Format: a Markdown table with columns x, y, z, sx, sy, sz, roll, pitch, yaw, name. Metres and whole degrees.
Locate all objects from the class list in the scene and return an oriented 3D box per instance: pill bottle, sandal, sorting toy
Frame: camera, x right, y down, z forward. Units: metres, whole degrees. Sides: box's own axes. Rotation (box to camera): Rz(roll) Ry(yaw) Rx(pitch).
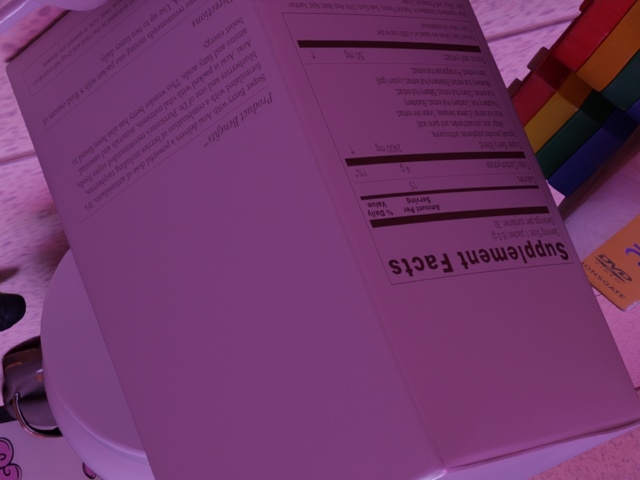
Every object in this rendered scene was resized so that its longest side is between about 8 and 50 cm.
| x | y | z | sx | sy | sz | roll | pitch | yaw | name |
| --- | --- | --- | --- | --- | --- | --- | --- | --- | --- |
| -0.084 | 0.095 | 1.365 | 0.210 | 0.210 | 0.363 | -21 | 166 | -2 | pill bottle |
| -0.222 | 0.134 | 1.613 | 0.090 | 0.060 | 0.219 | -19 | 166 | -12 | sandal |
| 0.194 | -0.131 | 0.983 | 0.257 | 0.089 | 0.255 | -51 | 179 | -21 | sorting toy |

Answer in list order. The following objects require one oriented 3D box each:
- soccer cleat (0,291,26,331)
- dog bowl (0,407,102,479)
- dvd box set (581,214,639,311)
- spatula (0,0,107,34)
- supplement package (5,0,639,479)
| x | y | z | sx | sy | sz | roll | pitch | yaw | name |
| --- | --- | --- | --- | --- | --- | --- | --- | --- | --- |
| -0.282 | 0.081 | 1.294 | 0.179 | 0.072 | 0.060 | -16 | 165 | -22 | soccer cleat |
| -0.377 | 0.299 | 1.820 | 0.408 | 0.150 | 0.408 | -21 | 167 | -5 | dog bowl |
| 0.299 | -0.142 | 1.018 | 0.307 | 0.062 | 0.420 | -52 | 180 | -21 | dvd box set |
| -0.184 | -0.098 | 0.852 | 0.242 | 0.019 | 0.168 | -33 | 164 | 24 | spatula |
| 0.000 | 0.000 | 0.954 | 0.177 | 0.293 | 0.175 | -32 | 163 | 38 | supplement package |
